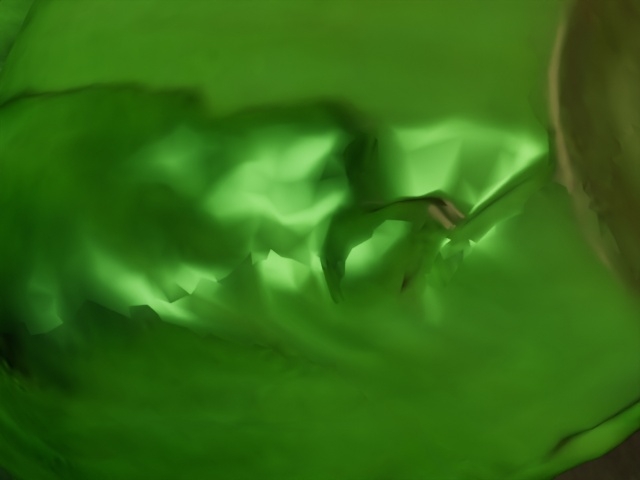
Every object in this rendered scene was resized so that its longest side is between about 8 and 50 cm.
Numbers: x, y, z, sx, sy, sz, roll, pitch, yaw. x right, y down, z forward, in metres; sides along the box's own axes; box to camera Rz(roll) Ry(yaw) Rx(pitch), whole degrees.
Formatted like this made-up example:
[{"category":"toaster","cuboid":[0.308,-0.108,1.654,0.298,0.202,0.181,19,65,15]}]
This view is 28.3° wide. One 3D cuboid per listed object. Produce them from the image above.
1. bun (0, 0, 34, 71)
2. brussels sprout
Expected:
[{"category":"bun","cuboid":[-0.127,-0.270,0.686,0.227,0.352,0.349,43,3,-15]},{"category":"brussels sprout","cuboid":[0.000,0.000,0.530,0.315,0.371,0.276,39,53,-8]}]
